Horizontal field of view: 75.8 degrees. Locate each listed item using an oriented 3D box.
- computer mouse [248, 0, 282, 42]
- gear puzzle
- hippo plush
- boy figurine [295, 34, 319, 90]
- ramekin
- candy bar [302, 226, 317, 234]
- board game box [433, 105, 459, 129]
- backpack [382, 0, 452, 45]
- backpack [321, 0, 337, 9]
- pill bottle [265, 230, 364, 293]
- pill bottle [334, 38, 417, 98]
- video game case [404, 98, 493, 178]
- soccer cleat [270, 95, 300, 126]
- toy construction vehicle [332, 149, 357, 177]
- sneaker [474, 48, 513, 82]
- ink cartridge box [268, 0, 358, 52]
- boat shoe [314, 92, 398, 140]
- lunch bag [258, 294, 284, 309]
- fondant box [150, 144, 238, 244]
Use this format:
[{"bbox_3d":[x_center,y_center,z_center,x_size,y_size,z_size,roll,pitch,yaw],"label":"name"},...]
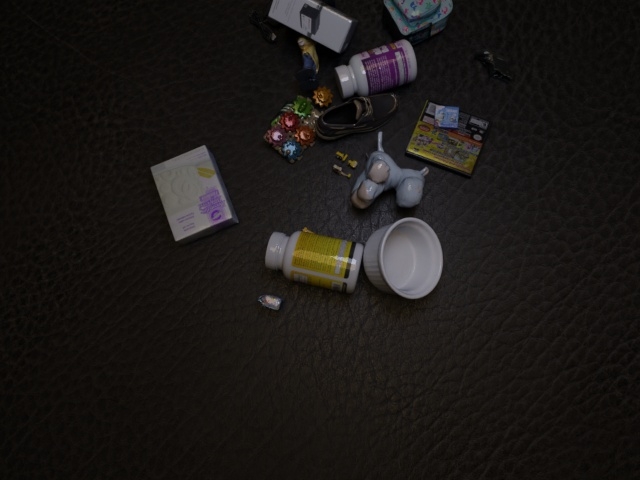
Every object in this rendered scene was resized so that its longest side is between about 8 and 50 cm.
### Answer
[{"bbox_3d":[-0.166,-1.003,1.784,0.272,0.072,0.188,-35,77,-3],"label":"computer mouse"},{"bbox_3d":[-0.060,-0.482,1.655,0.175,0.044,0.339,41,83,-10],"label":"gear puzzle"},{"bbox_3d":[0.263,-0.207,1.552,0.237,0.234,0.294,24,38,-8],"label":"hippo plush"},{"bbox_3d":[-0.056,-0.755,1.680,0.092,0.177,0.285,-12,60,13],"label":"boy figurine"},{"bbox_3d":[0.283,0.065,1.447,0.277,0.135,0.277,3,83,-29],"label":"ramekin"},{"bbox_3d":[0.000,0.000,1.595,0.161,0.018,0.040,26,82,10],"label":"candy bar"},{"bbox_3d":[0.495,-0.483,1.617,0.090,0.020,0.090,6,78,5],"label":"board game box"},{"bbox_3d":[0.402,-0.945,1.677,0.254,0.191,0.225,-23,77,-6],"label":"backpack"},{"bbox_3d":[0.006,-1.039,1.753,0.098,0.120,0.101,-26,78,0],"label":"backpack"},{"bbox_3d":[-0.021,0.069,1.496,0.334,0.188,0.187,12,80,6],"label":"pill bottle"},{"bbox_3d":[0.214,-0.672,1.637,0.302,0.169,0.169,-18,78,0],"label":"pill bottle"},{"bbox_3d":[0.507,-0.405,1.629,0.275,0.035,0.248,23,81,8],"label":"video game case"},{"bbox_3d":[-0.139,-0.532,1.699,0.179,0.060,0.072,-36,66,-8],"label":"soccer cleat"},{"bbox_3d":[0.092,-0.302,1.645,0.098,0.035,0.086,28,71,7],"label":"toy construction vehicle"},{"bbox_3d":[0.701,-0.708,1.666,0.170,0.051,0.089,22,76,5],"label":"sneaker"},{"bbox_3d":[-0.020,-0.881,1.634,0.307,0.223,0.129,27,120,-2],"label":"ink cartridge box"},{"bbox_3d":[0.151,-0.491,1.610,0.355,0.130,0.132,-24,90,-6],"label":"boat shoe"},{"bbox_3d":[-0.185,0.229,1.536,0.083,0.071,0.053,18,85,6],"label":"lunch bag"},{"bbox_3d":[-0.499,-0.180,1.632,0.238,0.096,0.330,-23,79,-1],"label":"fondant box"}]
